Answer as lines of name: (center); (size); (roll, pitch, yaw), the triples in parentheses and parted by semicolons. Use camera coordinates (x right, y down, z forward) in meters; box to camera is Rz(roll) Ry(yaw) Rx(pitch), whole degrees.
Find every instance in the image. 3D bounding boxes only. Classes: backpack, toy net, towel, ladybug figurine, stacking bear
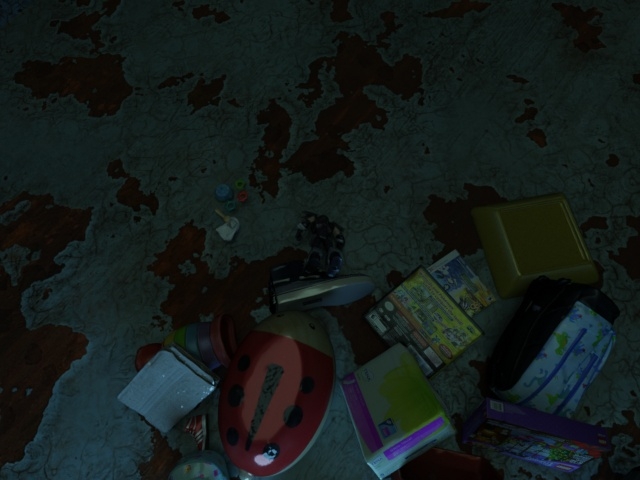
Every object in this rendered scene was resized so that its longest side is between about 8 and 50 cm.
backpack: (0.617, 0.305, 1.110); (0.355, 0.290, 0.273); (-44, 90, -4)
toy net: (-0.312, -0.103, 1.426); (0.122, 0.045, 0.232); (-8, 71, -2)
backpack: (-0.324, 0.671, 1.074); (0.166, 0.144, 0.188); (-11, 78, 0)
towel: (-0.432, 0.420, 1.139); (0.187, 0.049, 0.282); (42, 110, -7)
ladybug figurine: (-0.120, 0.395, 1.068); (0.305, 0.162, 0.449); (13, 70, 9)
stacking bear: (-0.409, 0.337, 1.213); (0.289, 0.164, 0.175); (-17, 70, 1)

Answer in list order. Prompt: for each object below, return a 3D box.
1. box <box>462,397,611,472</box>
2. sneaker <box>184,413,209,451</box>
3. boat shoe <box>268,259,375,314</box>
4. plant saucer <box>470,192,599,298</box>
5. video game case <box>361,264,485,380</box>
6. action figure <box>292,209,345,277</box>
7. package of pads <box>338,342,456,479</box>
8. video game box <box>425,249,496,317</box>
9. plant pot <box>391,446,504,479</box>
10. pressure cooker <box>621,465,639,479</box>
box: (0.552, 0.517, 1.066); (0.293, 0.201, 0.057); (12, 47, 8)
sneaker: (-0.362, 0.573, 1.176); (0.067, 0.042, 0.118); (-6, 62, -4)
boat shoe: (-0.006, 0.124, 1.289); (0.340, 0.127, 0.158); (-9, 52, -12)
plant saucer: (0.707, -0.003, 1.317); (0.332, 0.081, 0.333); (-10, 69, -1)
video game case: (0.308, 0.256, 1.234); (0.248, 0.035, 0.275); (-41, 72, 4)
action figure: (0.000, 0.000, 1.301); (0.185, 0.099, 0.285); (14, 33, -10)
package of pads: (0.191, 0.425, 1.064); (0.229, 0.296, 0.101); (-33, 113, 1)
video game box: (0.418, 0.159, 1.289); (0.187, 0.048, 0.205); (-33, 72, -6)
plant pot: (0.304, 0.685, 1.001); (0.267, 0.267, 0.236); (8, 84, 6)
pressure cooker: (0.770, 0.781, 0.877); (0.420, 0.375, 0.370); (-40, 36, -11)
